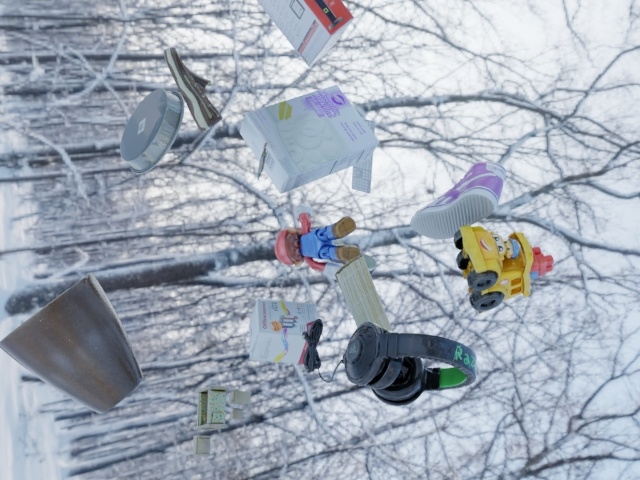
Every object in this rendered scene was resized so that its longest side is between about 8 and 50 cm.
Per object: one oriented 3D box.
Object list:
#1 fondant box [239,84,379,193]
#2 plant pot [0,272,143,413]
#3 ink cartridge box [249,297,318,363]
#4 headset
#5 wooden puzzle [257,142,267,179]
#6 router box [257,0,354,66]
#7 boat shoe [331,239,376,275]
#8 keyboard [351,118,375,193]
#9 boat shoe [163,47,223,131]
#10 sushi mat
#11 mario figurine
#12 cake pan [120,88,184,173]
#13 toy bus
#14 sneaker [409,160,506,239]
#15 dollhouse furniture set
[{"bbox_3d":[-0.031,-0.300,1.882,0.238,0.330,0.096,56,-31,17],"label":"fondant box"},{"bbox_3d":[-0.464,0.219,1.273,0.230,0.215,0.215,53,-21,-8],"label":"plant pot"},{"bbox_3d":[-0.104,0.254,1.811,0.128,0.176,0.127,-100,-159,-47],"label":"ink cartridge box"},{"bbox_3d":[0.136,0.240,1.387,0.394,0.243,0.185,-10,-122,29],"label":"headset"},{"bbox_3d":[-0.124,-0.166,1.381,0.049,0.006,0.083,-77,-179,-60],"label":"wooden puzzle"},{"bbox_3d":[-0.068,-0.648,1.752,0.301,0.082,0.335,51,-7,-9],"label":"router box"},{"bbox_3d":[0.075,0.061,2.192,0.228,0.081,0.068,26,-43,13],"label":"boat shoe"},{"bbox_3d":[0.141,-0.279,2.148,0.072,0.014,0.255,14,-59,21],"label":"keyboard"},{"bbox_3d":[-0.364,-0.450,1.891,0.257,0.095,0.095,67,-5,-32],"label":"boat shoe"},{"bbox_3d":[0.126,0.195,1.560,0.019,0.151,0.316,-17,-81,33],"label":"sushi mat"},{"bbox_3d":[0.000,0.000,1.941,0.321,0.170,0.198,-3,-120,50],"label":"mario figurine"},{"bbox_3d":[-0.540,-0.352,2.048,0.293,0.054,0.293,-24,-127,37],"label":"cake pan"},{"bbox_3d":[0.429,0.050,1.501,0.220,0.212,0.149,64,14,-53],"label":"toy bus"},{"bbox_3d":[0.348,-0.103,1.605,0.282,0.102,0.161,-24,-150,52],"label":"sneaker"},{"bbox_3d":[-0.263,0.514,1.834,0.101,0.161,0.181,-27,-122,47],"label":"dollhouse furniture set"}]
